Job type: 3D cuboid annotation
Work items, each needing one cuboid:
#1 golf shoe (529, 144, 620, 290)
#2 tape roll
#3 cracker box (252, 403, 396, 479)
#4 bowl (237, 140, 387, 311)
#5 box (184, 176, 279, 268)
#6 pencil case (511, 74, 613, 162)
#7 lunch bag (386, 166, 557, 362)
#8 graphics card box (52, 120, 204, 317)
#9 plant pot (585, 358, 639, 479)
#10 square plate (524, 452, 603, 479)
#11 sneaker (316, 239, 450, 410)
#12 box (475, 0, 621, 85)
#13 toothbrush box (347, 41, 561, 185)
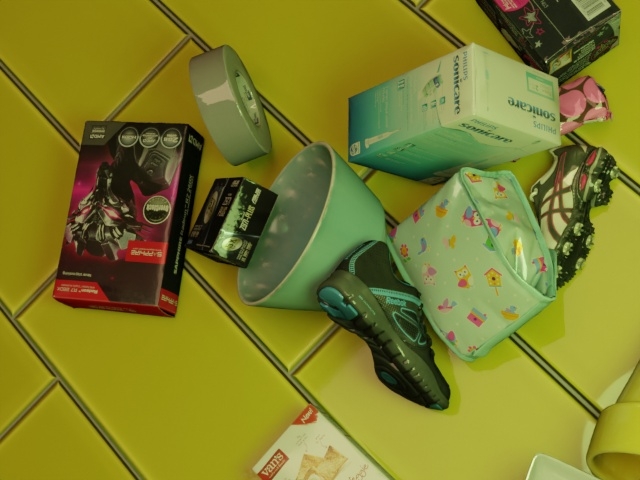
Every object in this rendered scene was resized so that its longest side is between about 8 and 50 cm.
[{"bbox_3d":[0.413,-0.039,1.682,0.120,0.105,0.273,17,76,37],"label":"golf shoe"},{"bbox_3d":[-0.166,-0.253,1.830,0.072,0.219,0.219,-20,71,9],"label":"tape roll"},{"bbox_3d":[0.018,0.416,1.680,0.232,0.067,0.155,41,89,22],"label":"cracker box"},{"bbox_3d":[0.000,0.000,1.704,0.163,0.311,0.311,26,82,-23],"label":"bowl"},{"bbox_3d":[-0.166,-0.035,1.792,0.077,0.180,0.147,27,83,-21],"label":"box"},{"bbox_3d":[0.403,-0.209,1.720,0.209,0.095,0.098,-26,65,11],"label":"pencil case"},{"bbox_3d":[0.262,0.044,1.620,0.223,0.160,0.262,-45,60,40],"label":"lunch bag"},{"bbox_3d":[-0.371,-0.047,1.904,0.233,0.094,0.371,4,76,18],"label":"graphics card box"},{"bbox_3d":[0.558,0.267,1.481,0.254,0.254,0.239,15,64,19],"label":"plant pot"},{"bbox_3d":[0.417,0.547,1.478,0.344,0.049,0.347,24,77,-1],"label":"square plate"},{"bbox_3d":[0.137,0.148,1.607,0.125,0.341,0.139,6,50,48],"label":"sneaker"},{"bbox_3d":[0.401,-0.422,1.751,0.163,0.142,0.247,-34,70,4],"label":"box"},{"bbox_3d":[0.219,-0.201,1.639,0.295,0.216,0.126,-15,69,50],"label":"toothbrush box"}]
